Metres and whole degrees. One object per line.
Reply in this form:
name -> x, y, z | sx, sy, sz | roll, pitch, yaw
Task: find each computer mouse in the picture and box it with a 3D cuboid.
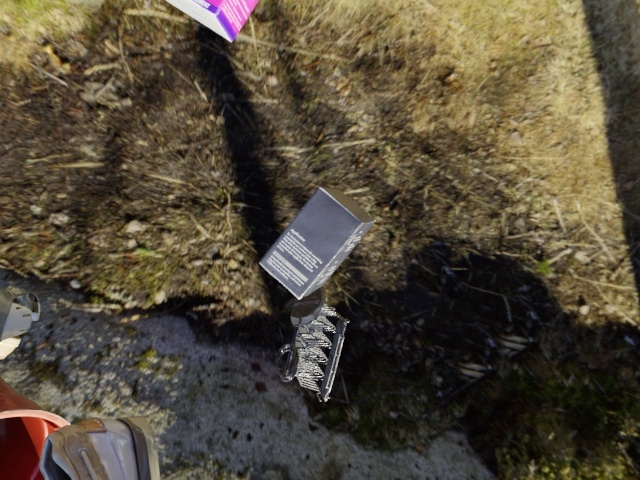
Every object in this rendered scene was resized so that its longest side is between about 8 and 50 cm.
computer mouse -> -0.036, 0.185, 1.218 | 0.041, 0.071, 0.242 | 56, 39, -37

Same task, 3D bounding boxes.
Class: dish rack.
dish rack -> -0.009, 0.248, 1.382 | 0.074, 0.271, 0.208 | 13, 91, -11

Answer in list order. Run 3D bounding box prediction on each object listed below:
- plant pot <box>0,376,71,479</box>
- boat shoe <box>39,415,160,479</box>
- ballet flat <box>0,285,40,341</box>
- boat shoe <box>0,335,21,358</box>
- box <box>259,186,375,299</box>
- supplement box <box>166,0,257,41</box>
plant pot -> -0.516, 0.277, 0.800 | 0.265, 0.272, 0.272 | 28, 88, 34
boat shoe -> -0.207, 0.321, 0.564 | 0.103, 0.302, 0.113 | 13, 136, -45
ballet flat -> -0.440, 0.104, 0.846 | 0.068, 0.213, 0.072 | 14, 90, -17
boat shoe -> -0.672, 0.210, 1.107 | 0.122, 0.341, 0.110 | 37, 57, -36
box -> 0.000, 0.000, 0.980 | 0.093, 0.156, 0.158 | 41, 101, 7
supplement box -> -0.110, -0.390, 0.755 | 0.111, 0.114, 0.220 | 32, 93, 1
